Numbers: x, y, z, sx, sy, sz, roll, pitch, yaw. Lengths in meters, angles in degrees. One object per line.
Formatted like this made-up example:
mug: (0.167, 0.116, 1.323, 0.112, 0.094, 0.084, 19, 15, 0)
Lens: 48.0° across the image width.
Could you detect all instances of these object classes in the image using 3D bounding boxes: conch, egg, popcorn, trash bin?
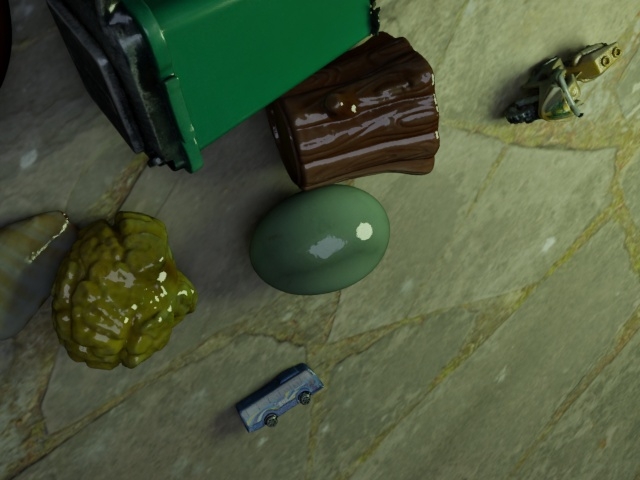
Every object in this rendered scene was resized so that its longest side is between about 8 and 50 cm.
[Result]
conch: (-0.450, 0.058, 1.002, 0.255, 0.127, 0.158, -42, 113, -7)
egg: (0.000, 0.000, 1.135, 0.230, 0.168, 0.168, -19, 110, -14)
popcorn: (-0.287, 0.078, 1.051, 0.200, 0.203, 0.226, -18, 72, -8)
trash bin: (-0.134, -0.310, 0.927, 0.381, 0.259, 0.295, -33, 148, -17)

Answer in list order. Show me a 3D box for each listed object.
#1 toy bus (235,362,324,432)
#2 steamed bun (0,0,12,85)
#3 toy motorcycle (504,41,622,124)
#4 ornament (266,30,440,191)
toy bus: (-0.071, 0.271, 1.245, 0.153, 0.051, 0.061, -32, 107, -10)
steamed bun: (-0.503, -0.312, 0.824, 0.248, 0.235, 0.379, -35, 111, -6)
toy motorcycle: (0.434, -0.270, 1.251, 0.229, 0.130, 0.094, -38, 110, -8)
ornament: (0.043, -0.185, 1.081, 0.217, 0.221, 0.236, -19, 92, -9)
